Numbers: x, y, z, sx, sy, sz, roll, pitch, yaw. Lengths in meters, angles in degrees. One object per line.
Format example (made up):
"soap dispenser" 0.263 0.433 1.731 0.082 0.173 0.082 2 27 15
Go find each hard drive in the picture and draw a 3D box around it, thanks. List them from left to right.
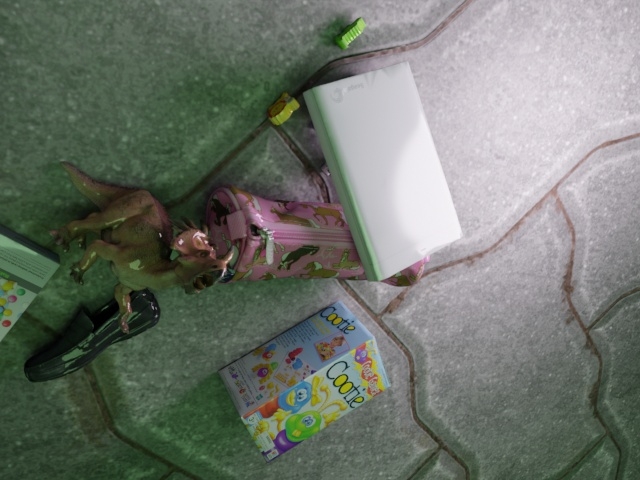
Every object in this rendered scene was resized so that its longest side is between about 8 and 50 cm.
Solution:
"hard drive" 0.109 -0.114 0.948 0.203 0.040 0.308 -25 100 -32

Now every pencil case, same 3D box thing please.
"pencil case" 0.000 0.000 0.998 0.386 0.167 0.160 4 129 -32

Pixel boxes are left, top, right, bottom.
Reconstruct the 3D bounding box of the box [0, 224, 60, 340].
"box" -0.496 0.066 0.851 0.145 0.038 0.186 38 94 -35

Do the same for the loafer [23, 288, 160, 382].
"loafer" -0.366 0.142 0.938 0.223 0.076 0.078 -30 119 -18

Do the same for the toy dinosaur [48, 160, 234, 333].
"toy dinosaur" -0.251 -0.008 0.843 0.200 0.296 0.127 -32 159 -5

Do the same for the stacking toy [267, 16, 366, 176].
"stacking toy" 0.039 -0.228 0.983 0.221 0.052 0.167 -46 126 -2

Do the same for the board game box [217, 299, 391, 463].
"board game box" -0.028 0.264 1.128 0.275 0.144 0.142 -29 124 -12
